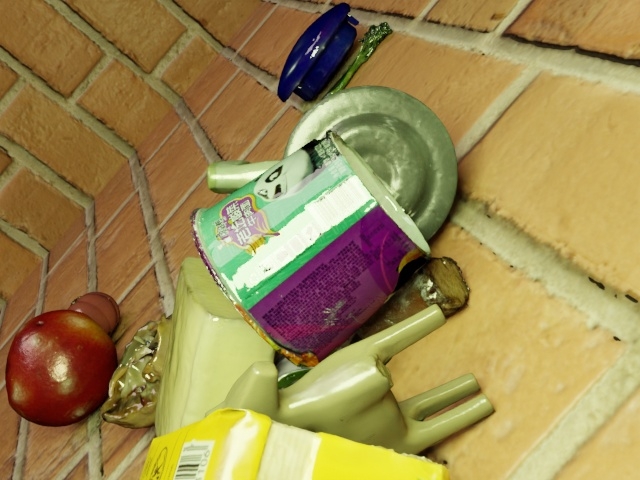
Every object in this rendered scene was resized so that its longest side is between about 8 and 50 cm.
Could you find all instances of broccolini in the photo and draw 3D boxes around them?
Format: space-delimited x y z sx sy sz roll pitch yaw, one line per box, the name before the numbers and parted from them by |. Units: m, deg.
broccolini | 0.065 -0.389 1.705 0.254 0.057 0.071 -49 -19 -3

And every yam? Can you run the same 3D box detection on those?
yam | 0.111 0.076 0.969 0.141 0.079 0.079 -32 31 39

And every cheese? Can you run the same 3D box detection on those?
cheese | -0.155 0.187 1.084 0.242 0.123 0.266 -128 49 -68

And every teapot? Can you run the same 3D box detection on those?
teapot | 0.028 -0.075 1.125 0.321 0.240 0.239 -28 4 1

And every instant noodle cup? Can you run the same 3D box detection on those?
instant noodle cup | 0.000 0.000 0.907 0.190 0.251 0.251 -39 27 11

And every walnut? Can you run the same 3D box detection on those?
walnut | -0.273 0.236 1.310 0.238 0.141 0.204 -22 39 62

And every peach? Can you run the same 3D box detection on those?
peach | -0.543 0.267 1.597 0.199 0.243 0.244 -8 48 45

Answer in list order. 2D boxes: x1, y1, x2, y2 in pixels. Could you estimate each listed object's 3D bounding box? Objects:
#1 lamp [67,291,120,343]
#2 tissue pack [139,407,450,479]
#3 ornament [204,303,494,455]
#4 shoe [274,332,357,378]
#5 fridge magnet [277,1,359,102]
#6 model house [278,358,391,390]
lamp | -0.548 0.209 1.814 0.182 0.140 0.182 -50 7 8
tissue pack | -0.069 0.357 0.619 0.293 0.228 0.382 -36 35 58
ornament | 0.030 0.157 0.749 0.244 0.230 0.061 -29 44 1
shoe | -0.003 0.141 1.061 0.245 0.095 0.138 -47 29 15
fridge magnet | -0.007 -0.426 1.762 0.265 0.112 0.265 -53 10 14
model house | 0.023 0.206 0.880 0.088 0.166 0.117 55 135 37
